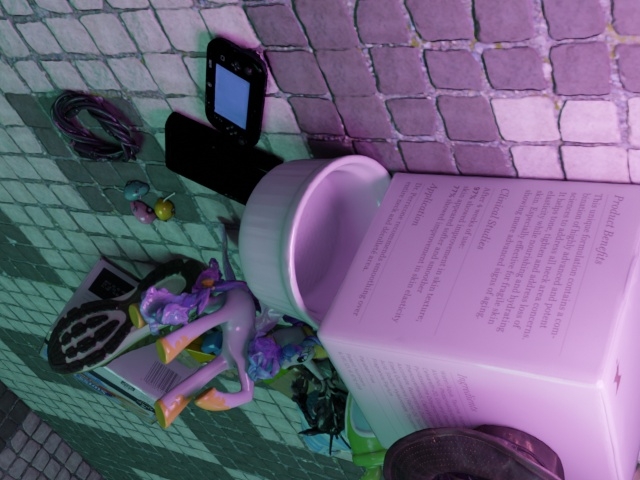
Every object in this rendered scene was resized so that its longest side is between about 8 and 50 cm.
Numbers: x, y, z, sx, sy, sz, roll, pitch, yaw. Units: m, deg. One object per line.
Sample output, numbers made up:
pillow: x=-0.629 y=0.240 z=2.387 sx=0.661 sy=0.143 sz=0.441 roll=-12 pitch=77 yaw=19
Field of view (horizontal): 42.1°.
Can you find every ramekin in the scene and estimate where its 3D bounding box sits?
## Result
ramekin: x=0.000 y=0.000 z=1.309 sx=0.135 sy=0.277 sz=0.277 roll=10 pitch=144 yaw=41

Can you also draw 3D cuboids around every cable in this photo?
cable: x=-0.414 y=-0.207 z=1.548 sx=0.184 sy=0.047 sz=0.151 roll=17 pitch=141 yaw=22

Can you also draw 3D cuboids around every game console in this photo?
game console: x=-0.159 y=-0.192 z=1.367 sx=0.213 sy=0.044 sz=0.361 roll=25 pitch=147 yaw=6

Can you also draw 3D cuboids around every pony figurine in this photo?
pony figurine: x=-0.151 y=0.134 z=1.519 sx=0.302 sy=0.363 sz=0.351 roll=-10 pitch=95 yaw=56

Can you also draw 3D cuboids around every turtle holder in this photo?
turtle holder: x=0.188 y=0.340 z=1.655 sx=0.320 sy=0.243 sz=0.228 roll=-29 pitch=72 yaw=53

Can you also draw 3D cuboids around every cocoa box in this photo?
cocoa box: x=-0.479 y=0.257 z=2.059 sx=0.347 sy=0.231 sz=0.228 roll=34 pitch=148 yaw=-8

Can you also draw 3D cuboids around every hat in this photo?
hat: x=0.249 y=0.342 z=1.100 sx=0.331 sy=0.134 sz=0.331 roll=20 pitch=131 yaw=25

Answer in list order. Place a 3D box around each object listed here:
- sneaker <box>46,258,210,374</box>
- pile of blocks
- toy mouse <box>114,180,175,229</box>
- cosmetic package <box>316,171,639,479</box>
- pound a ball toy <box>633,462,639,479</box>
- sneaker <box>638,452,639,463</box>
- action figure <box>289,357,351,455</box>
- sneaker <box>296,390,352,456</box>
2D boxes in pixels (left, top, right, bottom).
sneaker: x=-0.412 y=0.202 z=1.869 sx=0.410 sy=0.158 sz=0.182 roll=-25 pitch=150 yaw=3
pile of blocks: x=-0.165 y=0.250 z=1.926 sx=0.362 sy=0.113 sz=0.149 roll=18 pitch=135 yaw=-4
toy mouse: x=-0.368 y=-0.074 z=1.701 sx=0.143 sy=0.031 sz=0.161 roll=26 pitch=148 yaw=5
cosmetic package: x=0.269 y=0.131 z=1.220 sx=0.393 sy=0.329 sz=0.327 roll=7 pitch=142 yaw=31
pound a ball toy: x=0.602 y=0.485 z=1.506 sx=0.208 sy=0.319 sz=0.136 roll=-20 pitch=85 yaw=35
sneaker: x=0.551 y=0.319 z=1.467 sx=0.305 sy=0.114 sz=0.152 roll=8 pitch=143 yaw=29
action figure: x=0.013 y=0.317 z=1.804 sx=0.164 sy=0.141 sz=0.276 roll=-11 pitch=106 yaw=-3
sneaker: x=0.086 y=0.487 z=2.054 sx=0.319 sy=0.127 sz=0.208 roll=29 pitch=147 yaw=18
